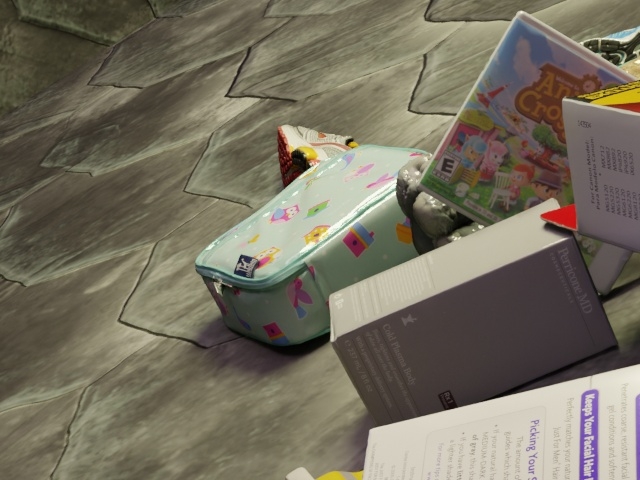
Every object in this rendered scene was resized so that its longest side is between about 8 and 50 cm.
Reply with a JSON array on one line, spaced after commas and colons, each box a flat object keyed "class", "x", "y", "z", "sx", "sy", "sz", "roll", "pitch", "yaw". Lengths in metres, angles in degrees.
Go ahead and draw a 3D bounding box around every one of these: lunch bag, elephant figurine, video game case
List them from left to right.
[{"class": "lunch bag", "x": 0.000, "y": 0.000, "z": 1.866, "sx": 0.279, "sy": 0.108, "sz": 0.224, "roll": -35, "pitch": 24, "yaw": -20}, {"class": "elephant figurine", "x": 0.210, "y": -0.051, "z": 1.692, "sx": 0.239, "sy": 0.169, "sz": 0.186, "roll": -33, "pitch": 32, "yaw": -7}, {"class": "video game case", "x": 0.229, "y": -0.081, "z": 1.582, "sx": 0.193, "sy": 0.212, "sz": 0.023, "roll": -60, "pitch": 4, "yaw": 6}]

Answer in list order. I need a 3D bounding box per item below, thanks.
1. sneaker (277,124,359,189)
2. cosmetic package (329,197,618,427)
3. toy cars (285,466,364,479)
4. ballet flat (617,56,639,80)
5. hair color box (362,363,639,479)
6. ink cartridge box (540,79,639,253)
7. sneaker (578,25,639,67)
[{"class": "sneaker", "x": 0.002, "y": -0.097, "z": 2.135, "sx": 0.093, "sy": 0.088, "sz": 0.225, "roll": -10, "pitch": 19, "yaw": -14}, {"class": "cosmetic package", "x": 0.139, "y": 0.072, "z": 1.542, "sx": 0.238, "sy": 0.127, "sz": 0.107, "roll": -24, "pitch": 22, "yaw": 10}, {"class": "toy cars", "x": -0.084, "y": 0.255, "z": 1.431, "sx": 0.394, "sy": 0.087, "sz": 0.176, "roll": -14, "pitch": 25, "yaw": 28}, {"class": "ballet flat", "x": 0.412, "y": -0.201, "z": 1.943, "sx": 0.206, "sy": 0.073, "sz": 0.067, "roll": -36, "pitch": 51, "yaw": -16}, {"class": "hair color box", "x": 0.195, "y": 0.197, "z": 1.203, "sx": 0.339, "sy": 0.110, "sz": 0.185, "roll": -17, "pitch": 36, "yaw": 24}, {"class": "ink cartridge box", "x": 0.374, "y": -0.087, "z": 1.429, "sx": 0.309, "sy": 0.130, "sz": 0.272, "roll": -15, "pitch": 17, "yaw": -24}, {"class": "sneaker", "x": 0.376, "y": -0.228, "z": 2.050, "sx": 0.162, "sy": 0.063, "sz": 0.073, "roll": -16, "pitch": 4, "yaw": 22}]
